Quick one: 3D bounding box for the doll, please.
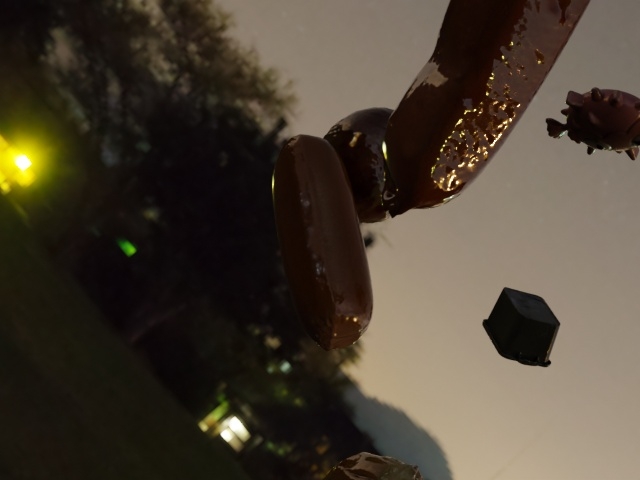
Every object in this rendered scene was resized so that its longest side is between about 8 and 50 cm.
[{"bbox_3d":[0.565,-0.236,2.417,0.262,0.093,0.211,-2,-33,39],"label":"doll"}]

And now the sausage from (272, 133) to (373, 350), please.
[{"bbox_3d":[0.000,0.000,1.415,0.105,0.105,0.274,59,16,-56],"label":"sausage"}]

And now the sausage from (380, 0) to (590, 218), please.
[{"bbox_3d":[0.143,-0.169,0.919,0.094,0.348,0.097,22,13,-17],"label":"sausage"}]

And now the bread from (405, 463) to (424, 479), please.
[{"bbox_3d":[0.035,0.521,1.930,0.215,0.398,0.398,46,-7,15],"label":"bread"}]

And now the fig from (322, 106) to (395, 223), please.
[{"bbox_3d":[0.048,-0.090,1.642,0.143,0.160,0.230,43,-30,-11],"label":"fig"}]

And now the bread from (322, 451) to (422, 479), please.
[{"bbox_3d":[0.030,0.384,1.201,0.195,0.344,0.149,16,-8,42],"label":"bread"}]

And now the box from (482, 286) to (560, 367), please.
[{"bbox_3d":[0.291,0.122,1.749,0.084,0.069,0.122,13,21,-14],"label":"box"}]
